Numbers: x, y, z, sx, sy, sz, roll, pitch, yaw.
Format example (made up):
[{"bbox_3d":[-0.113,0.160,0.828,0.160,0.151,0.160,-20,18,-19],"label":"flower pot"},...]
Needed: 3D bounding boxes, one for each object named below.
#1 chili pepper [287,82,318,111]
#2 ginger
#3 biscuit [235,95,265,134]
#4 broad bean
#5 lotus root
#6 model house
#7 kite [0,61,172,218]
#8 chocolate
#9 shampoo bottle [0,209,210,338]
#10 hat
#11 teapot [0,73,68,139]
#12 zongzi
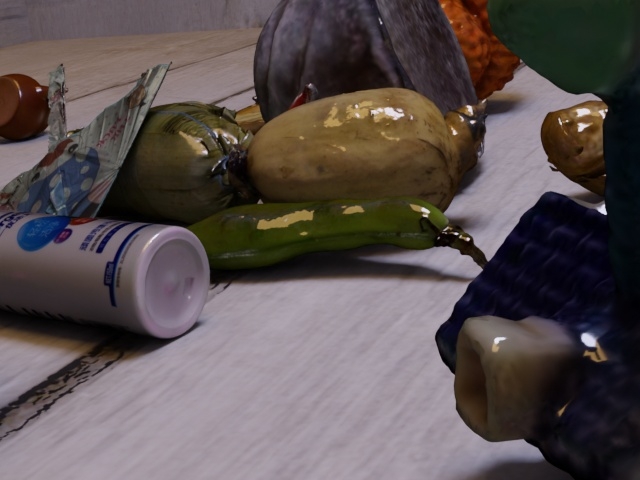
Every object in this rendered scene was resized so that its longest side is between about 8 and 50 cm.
[{"bbox_3d":[-0.027,-0.094,1.144,0.041,0.153,0.050,8,24,6],"label":"chili pepper"},{"bbox_3d":[0.375,-0.094,1.091,0.310,0.107,0.133,1,3,9],"label":"ginger"},{"bbox_3d":[-0.050,-0.191,1.683,0.260,0.041,0.203,-13,21,-19],"label":"biscuit"},{"bbox_3d":[-0.002,-0.008,0.983,0.325,0.067,0.075,-4,52,23],"label":"broad bean"},{"bbox_3d":[0.041,-0.070,1.068,0.257,0.140,0.154,-7,-16,6],"label":"lotus root"},{"bbox_3d":[0.189,-0.011,0.531,0.284,0.298,0.243,-12,17,-19],"label":"model house"},{"bbox_3d":[-0.289,-0.089,1.196,0.335,0.011,0.314,-33,45,15],"label":"kite"},{"bbox_3d":[0.037,-0.189,1.263,0.213,0.303,0.303,-22,10,22],"label":"chocolate"},{"bbox_3d":[-0.238,0.021,0.938,0.303,0.092,0.092,6,21,34],"label":"shampoo bottle"},{"bbox_3d":[0.124,-0.267,1.571,0.285,0.285,0.400,4,34,29],"label":"hat"},{"bbox_3d":[-0.498,-0.216,1.828,0.173,0.116,0.116,-29,8,23],"label":"teapot"},{"bbox_3d":[-0.115,-0.107,1.251,0.251,0.125,0.274,8,24,41],"label":"zongzi"}]
